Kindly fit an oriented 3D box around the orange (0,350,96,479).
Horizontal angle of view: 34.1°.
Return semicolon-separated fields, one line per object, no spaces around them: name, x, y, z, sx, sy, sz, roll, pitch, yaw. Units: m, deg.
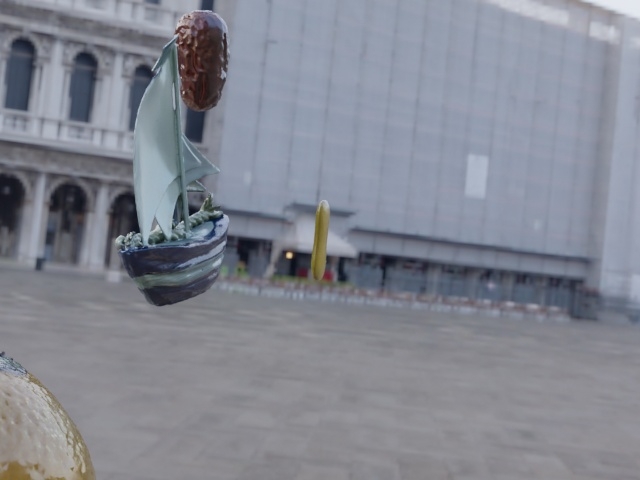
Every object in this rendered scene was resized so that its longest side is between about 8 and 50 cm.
orange;-0.253;0.169;0.655;0.236;0.236;0.236;6;-2;0

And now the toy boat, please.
toy boat;-0.154;-0.067;1.171;0.070;0.291;0.210;2;-12;19

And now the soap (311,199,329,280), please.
soap;0.000;0.000;1.141;0.012;0.089;0.034;5;-2;18

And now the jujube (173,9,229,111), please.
jujube;-0.155;-0.232;1.348;0.077;0.129;0.077;3;10;-1
